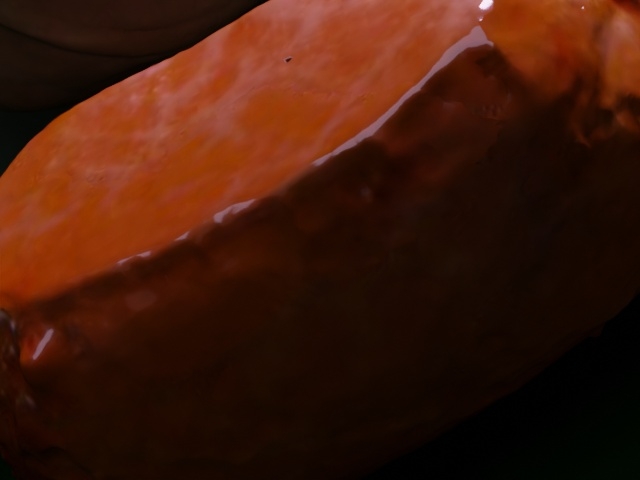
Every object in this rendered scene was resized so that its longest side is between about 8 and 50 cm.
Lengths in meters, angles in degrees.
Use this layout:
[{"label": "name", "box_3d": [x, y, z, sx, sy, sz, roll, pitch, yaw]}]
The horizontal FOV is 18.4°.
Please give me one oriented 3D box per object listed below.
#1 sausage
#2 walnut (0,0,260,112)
[{"label": "sausage", "box_3d": [0.001, 0.001, 0.675, 0.268, 0.141, 0.153, -31, 41, 11]}, {"label": "walnut", "box_3d": [-0.117, -0.206, 0.853, 0.253, 0.282, 0.277, 11, 59, 18]}]
